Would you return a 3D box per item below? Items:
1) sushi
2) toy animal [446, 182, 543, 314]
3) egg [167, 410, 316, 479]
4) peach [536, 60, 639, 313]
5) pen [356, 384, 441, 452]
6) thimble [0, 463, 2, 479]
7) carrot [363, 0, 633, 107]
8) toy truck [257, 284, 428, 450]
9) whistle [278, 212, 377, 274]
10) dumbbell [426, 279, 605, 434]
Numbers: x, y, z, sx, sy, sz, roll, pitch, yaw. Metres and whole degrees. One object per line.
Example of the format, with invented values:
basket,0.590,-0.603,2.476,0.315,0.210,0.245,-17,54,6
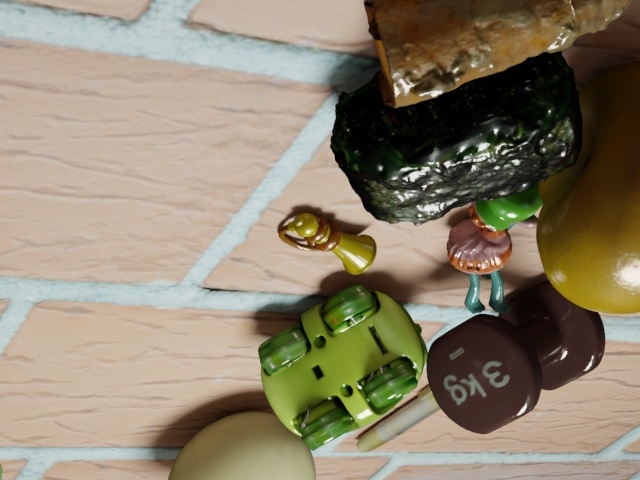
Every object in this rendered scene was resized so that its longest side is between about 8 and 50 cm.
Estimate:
sushi,0.122,-0.105,1.288,0.225,0.124,0.127,-16,151,13
toy animal,0.194,-0.009,1.533,0.103,0.100,0.208,-28,147,-23
egg,-0.102,0.320,1.855,0.186,0.186,0.242,3,137,-29
peach,0.291,-0.048,1.347,0.153,0.251,0.251,20,144,-3
pen,0.126,0.237,1.975,0.040,0.032,0.233,33,129,-24
thimble,-0.442,0.224,1.514,0.150,0.219,0.219,-17,151,9
carrot,0.165,-0.191,1.208,0.263,0.102,0.102,-17,151,-5
toy truck,0.045,0.138,1.670,0.187,0.148,0.210,-36,167,30
whistle,0.003,-0.004,1.508,0.109,0.057,0.046,27,86,-39
dumbbell,0.231,0.132,1.673,0.140,0.124,0.225,-34,172,36
